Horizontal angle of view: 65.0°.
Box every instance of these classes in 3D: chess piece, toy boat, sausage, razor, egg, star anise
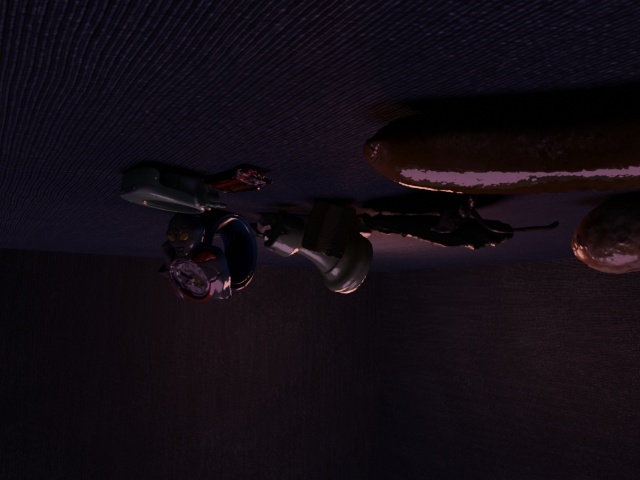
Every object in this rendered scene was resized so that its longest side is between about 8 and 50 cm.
[{"bbox_3d":[-0.014,0.023,1.477,0.299,0.194,0.195,24,162,-27],"label":"chess piece"},{"bbox_3d":[-0.295,-0.028,1.751,0.294,0.055,0.093,-1,173,5],"label":"toy boat"},{"bbox_3d":[0.311,-0.127,0.686,0.502,0.123,0.136,-1,170,16],"label":"sausage"},{"bbox_3d":[-0.319,-0.106,1.267,0.068,0.040,0.135,9,176,-43],"label":"razor"},{"bbox_3d":[0.760,-0.013,1.266,0.234,0.194,0.195,-18,164,30],"label":"egg"},{"bbox_3d":[0.402,-0.035,1.184,0.227,0.218,0.148,42,174,5],"label":"star anise"}]

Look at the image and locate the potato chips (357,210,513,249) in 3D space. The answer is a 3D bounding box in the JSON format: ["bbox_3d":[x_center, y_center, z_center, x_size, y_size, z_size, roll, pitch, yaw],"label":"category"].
[{"bbox_3d":[0.309,-0.032,1.352,0.430,0.069,0.359,10,-171,44],"label":"potato chips"}]

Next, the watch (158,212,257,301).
[{"bbox_3d":[-0.337,0.014,1.535,0.242,0.304,0.274,0,-157,29],"label":"watch"}]

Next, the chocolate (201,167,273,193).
[{"bbox_3d":[-0.184,-0.129,1.083,0.086,0.028,0.183,19,165,-39],"label":"chocolate"}]

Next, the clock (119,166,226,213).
[{"bbox_3d":[-0.315,-0.101,1.092,0.211,0.065,0.160,14,171,-41],"label":"clock"}]

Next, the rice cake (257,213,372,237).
[{"bbox_3d":[-0.019,-0.045,1.579,0.366,0.056,0.072,2,156,-14],"label":"rice cake"}]

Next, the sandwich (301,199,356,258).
[{"bbox_3d":[0.026,-0.020,1.374,0.117,0.144,0.187,18,173,6],"label":"sandwich"}]
